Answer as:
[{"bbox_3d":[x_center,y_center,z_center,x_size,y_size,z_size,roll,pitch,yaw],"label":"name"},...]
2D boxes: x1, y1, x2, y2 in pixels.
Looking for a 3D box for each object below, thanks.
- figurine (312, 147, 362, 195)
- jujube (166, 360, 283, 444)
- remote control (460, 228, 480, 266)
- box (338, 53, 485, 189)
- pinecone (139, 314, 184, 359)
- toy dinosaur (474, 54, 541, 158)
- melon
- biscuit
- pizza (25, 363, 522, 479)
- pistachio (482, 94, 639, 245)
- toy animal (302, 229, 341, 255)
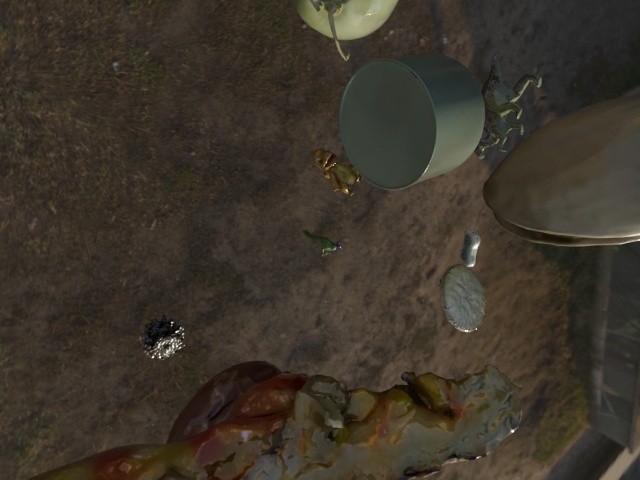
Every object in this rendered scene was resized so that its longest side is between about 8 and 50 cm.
[{"bbox_3d":[0.040,-0.220,1.393,0.176,0.122,0.121,41,75,-25],"label":"figurine"},{"bbox_3d":[-0.241,0.512,1.257,0.377,0.277,0.276,-49,127,-20],"label":"jujube"},{"bbox_3d":[0.500,0.025,1.497,0.032,0.074,0.122,-2,120,-9],"label":"remote control"},{"bbox_3d":[0.164,-0.219,0.821,0.150,0.226,0.225,-22,118,-36],"label":"box"},{"bbox_3d":[-0.495,0.300,1.395,0.140,0.120,0.140,-21,143,-18],"label":"pinecone"},{"bbox_3d":[0.516,-0.371,1.294,0.077,0.162,0.293,-9,121,-39],"label":"toy dinosaur"},{"bbox_3d":[0.058,-0.569,0.937,0.307,0.272,0.271,-74,146,-50],"label":"melon"},{"bbox_3d":[0.307,0.121,0.952,0.152,0.020,0.151,11,71,-35],"label":"biscuit"},{"bbox_3d":[-0.084,0.200,0.407,0.406,0.130,0.440,12,140,-42],"label":"pizza"},{"bbox_3d":[0.299,-0.071,0.480,0.138,0.238,0.153,37,53,-40],"label":"pistachio"},{"bbox_3d":[0.003,0.016,1.723,0.041,0.217,0.074,-23,118,-33],"label":"toy animal"}]
